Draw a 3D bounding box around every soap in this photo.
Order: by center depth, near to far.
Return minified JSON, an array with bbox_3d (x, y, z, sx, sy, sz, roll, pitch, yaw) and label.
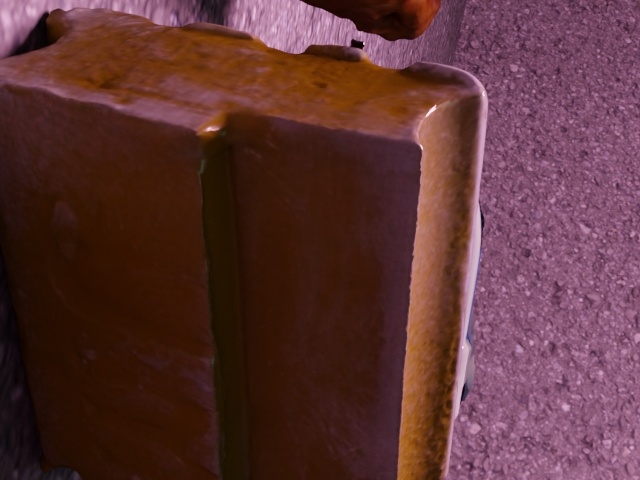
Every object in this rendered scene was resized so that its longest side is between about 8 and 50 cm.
[{"bbox_3d":[-0.048,0.028,0.577,0.143,0.259,0.281,-55,151,-53],"label":"soap"}]

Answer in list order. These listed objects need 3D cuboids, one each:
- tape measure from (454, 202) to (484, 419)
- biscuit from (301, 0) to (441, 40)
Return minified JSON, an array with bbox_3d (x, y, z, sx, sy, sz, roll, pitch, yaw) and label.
[{"bbox_3d":[-0.001,0.002,0.768,0.138,0.259,0.262,-22,120,-79],"label":"tape measure"},{"bbox_3d":[0.025,-0.390,0.747,0.342,0.166,0.395,38,65,-73],"label":"biscuit"}]
